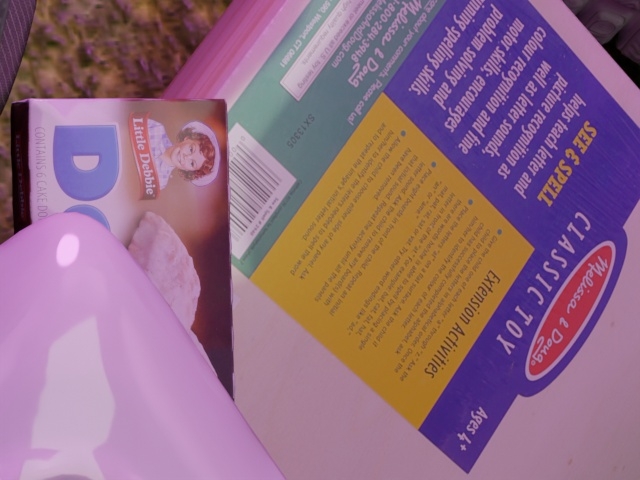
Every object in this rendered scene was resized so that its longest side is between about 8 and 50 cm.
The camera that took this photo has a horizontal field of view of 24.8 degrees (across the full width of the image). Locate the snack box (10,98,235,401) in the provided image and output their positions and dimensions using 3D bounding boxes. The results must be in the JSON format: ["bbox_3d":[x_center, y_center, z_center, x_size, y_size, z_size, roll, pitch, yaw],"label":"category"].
[{"bbox_3d":[-0.059,0.046,0.444,0.064,0.022,0.178,-3,94,-28],"label":"snack box"}]

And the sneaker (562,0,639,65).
[{"bbox_3d":[0.196,-0.180,0.749,0.321,0.124,0.180,21,64,-19],"label":"sneaker"}]

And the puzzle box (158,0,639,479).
[{"bbox_3d":[0.002,0.095,0.527,0.272,0.052,0.409,43,71,-24],"label":"puzzle box"}]

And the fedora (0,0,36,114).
[{"bbox_3d":[-0.165,-0.105,0.415,0.124,0.243,0.275,0,85,-70],"label":"fedora"}]

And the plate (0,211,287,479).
[{"bbox_3d":[-0.095,0.178,0.404,0.278,0.045,0.277,-38,113,-12],"label":"plate"}]
